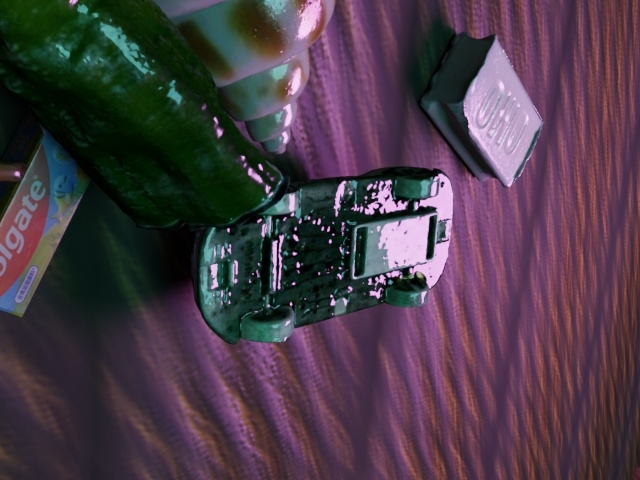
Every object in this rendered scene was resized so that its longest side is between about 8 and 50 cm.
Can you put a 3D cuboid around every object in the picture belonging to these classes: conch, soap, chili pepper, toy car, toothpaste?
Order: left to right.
[{"bbox_3d":[-0.204,-0.049,0.498,0.070,0.044,0.193,32,79,-48],"label":"toothpaste"},{"bbox_3d":[-0.138,-0.108,0.410,0.099,0.136,0.270,-51,136,-16],"label":"chili pepper"},{"bbox_3d":[-0.077,-0.192,0.485,0.275,0.148,0.183,51,41,-13],"label":"conch"},{"bbox_3d":[0.000,0.000,0.687,0.305,0.125,0.136,-10,111,-36],"label":"toy car"},{"bbox_3d":[0.213,-0.163,0.912,0.198,0.063,0.115,36,78,-49],"label":"soap"}]

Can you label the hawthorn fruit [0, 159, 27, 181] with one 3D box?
[{"bbox_3d":[-0.255,-0.037,0.323,0.249,0.215,0.215,6,99,-55],"label":"hawthorn fruit"}]
